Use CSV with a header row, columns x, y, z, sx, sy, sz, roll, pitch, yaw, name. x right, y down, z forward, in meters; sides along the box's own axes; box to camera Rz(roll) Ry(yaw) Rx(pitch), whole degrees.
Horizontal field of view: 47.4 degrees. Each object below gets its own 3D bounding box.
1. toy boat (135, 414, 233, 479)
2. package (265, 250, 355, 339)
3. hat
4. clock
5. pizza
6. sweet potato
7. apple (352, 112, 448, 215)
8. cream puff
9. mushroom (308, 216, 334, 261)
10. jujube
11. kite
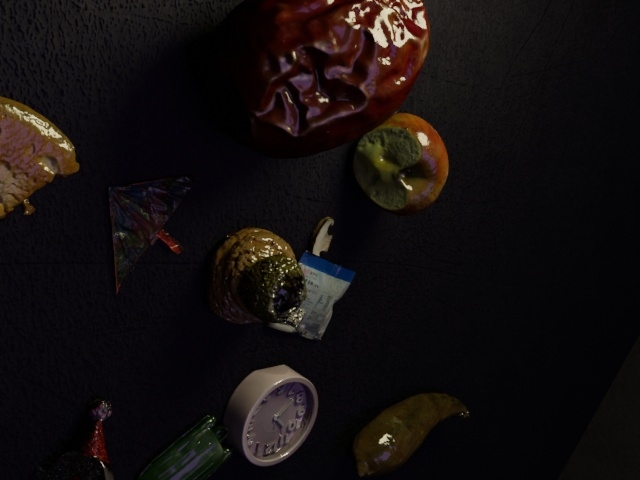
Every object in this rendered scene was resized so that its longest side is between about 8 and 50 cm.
x,y,z,sx,sy,sz,roll,pitch,yaw,name
-0.255,0.420,1.363,0.210,0.052,0.104,-37,114,-26,toy boat
-0.015,0.117,1.479,0.171,0.027,0.173,24,94,-45,package
-0.370,0.376,1.192,0.129,0.140,0.227,13,85,-56,hat
-0.098,0.352,1.472,0.197,0.068,0.196,-20,121,-37,clock
-0.426,-0.088,0.970,0.154,0.069,0.194,34,89,-46,pizza
0.217,0.456,1.784,0.423,0.130,0.130,-17,119,-44,sweet potato
0.165,-0.151,1.434,0.160,0.173,0.195,-10,118,-39,apple
-0.093,0.082,1.288,0.183,0.169,0.183,-19,119,-39,cream puff
0.000,0.000,1.450,0.049,0.019,0.101,10,104,-43,mushroom
0.004,-0.291,1.170,0.377,0.276,0.276,-28,126,-18,jujube
-0.283,-0.026,1.175,0.232,0.009,0.189,-54,136,-11,kite
